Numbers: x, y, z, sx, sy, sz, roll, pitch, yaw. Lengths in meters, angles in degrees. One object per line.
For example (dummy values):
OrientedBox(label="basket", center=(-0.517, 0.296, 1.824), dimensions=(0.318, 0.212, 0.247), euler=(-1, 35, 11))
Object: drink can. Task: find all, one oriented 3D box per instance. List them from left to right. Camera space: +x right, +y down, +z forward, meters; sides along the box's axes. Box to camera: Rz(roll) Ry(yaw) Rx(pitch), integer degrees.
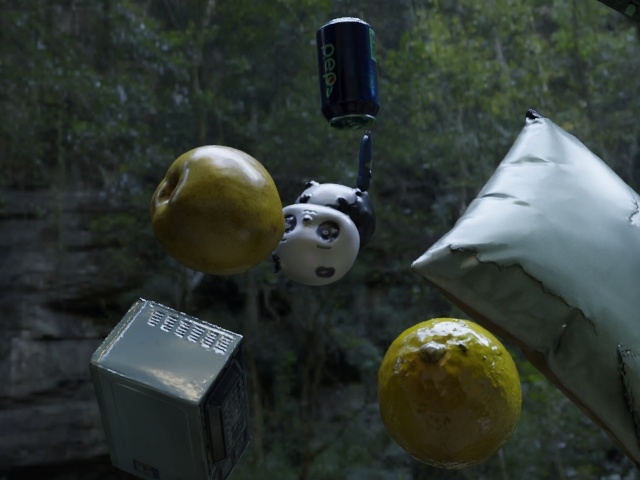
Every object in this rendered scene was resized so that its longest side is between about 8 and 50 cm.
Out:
OrientedBox(label="drink can", center=(0.054, -0.322, 2.181), dimensions=(0.118, 0.204, 0.118), euler=(-3, -12, -1))

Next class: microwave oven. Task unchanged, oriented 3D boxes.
OrientedBox(label="microwave oven", center=(-0.168, 0.188, 1.327), dimensions=(0.163, 0.129, 0.205), euler=(18, -42, 16))

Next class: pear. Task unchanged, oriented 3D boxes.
OrientedBox(label="pear", center=(-0.154, -0.041, 1.747), dimensions=(0.209, 0.208, 0.209), euler=(-6, -27, -3))

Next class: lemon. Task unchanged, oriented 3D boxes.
OrientedBox(label="lemon", center=(0.203, 0.242, 1.772), dimensions=(0.236, 0.235, 0.263), euler=(-14, -13, 14))

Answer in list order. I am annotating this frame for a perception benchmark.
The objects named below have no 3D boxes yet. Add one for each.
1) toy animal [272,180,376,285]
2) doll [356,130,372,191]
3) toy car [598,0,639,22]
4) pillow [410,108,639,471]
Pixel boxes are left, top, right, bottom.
OrientedBox(label="toy animal", center=(0.001, -0.009, 2.290), dimensions=(0.187, 0.235, 0.165), euler=(8, -62, 23))
OrientedBox(label="doll", center=(0.092, -0.161, 2.291), dimensions=(0.027, 0.125, 0.037), euler=(3, 6, -21))
OrientedBox(label="toy car", center=(0.516, -0.423, 1.801), dimensions=(0.306, 0.125, 0.136), euler=(25, -76, -9))
OrientedBox(label="pillow", center=(0.276, 0.038, 1.172), dimensions=(0.312, 0.310, 0.119), euler=(42, -38, 1))
